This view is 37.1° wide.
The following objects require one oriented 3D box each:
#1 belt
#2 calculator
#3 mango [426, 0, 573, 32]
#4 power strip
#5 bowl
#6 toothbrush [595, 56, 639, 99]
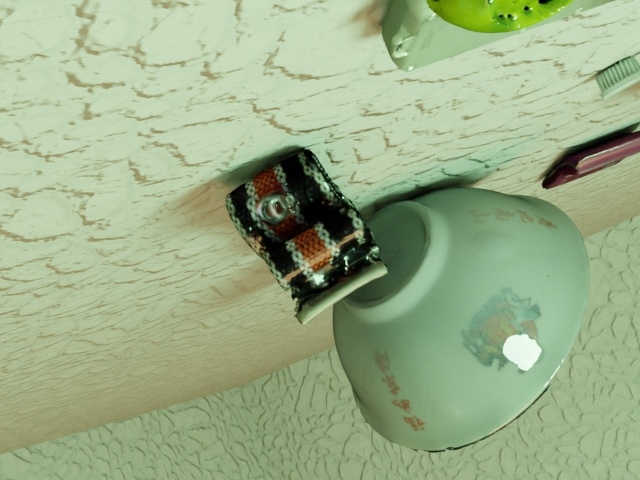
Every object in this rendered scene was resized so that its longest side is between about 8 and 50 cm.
[{"bbox_3d":[0.000,0.000,0.898,0.094,0.126,0.359,-31,175,2],"label":"belt"},{"bbox_3d":[0.379,-0.112,1.308,0.126,0.034,0.190,-22,176,-4],"label":"calculator"},{"bbox_3d":[0.111,-0.153,0.422,0.165,0.074,0.091,-32,166,-12],"label":"mango"},{"bbox_3d":[0.125,-0.151,0.560,0.192,0.035,0.081,-20,169,-9],"label":"power strip"},{"bbox_3d":[0.120,0.054,1.101,0.345,0.345,0.157,-28,131,32],"label":"bowl"},{"bbox_3d":[0.370,-0.204,0.832,0.288,0.024,0.021,-30,169,32],"label":"toothbrush"}]
